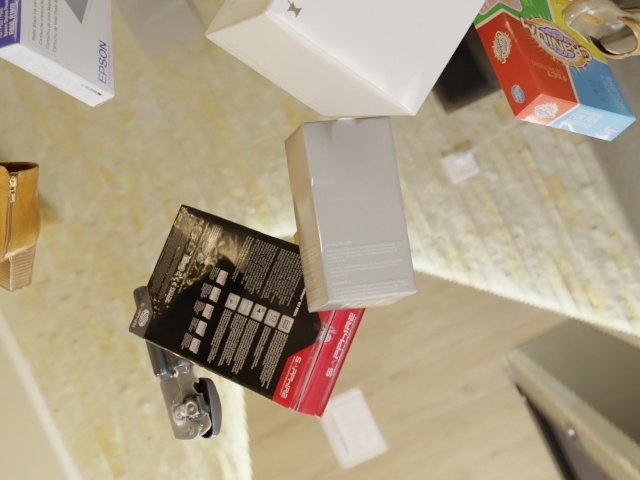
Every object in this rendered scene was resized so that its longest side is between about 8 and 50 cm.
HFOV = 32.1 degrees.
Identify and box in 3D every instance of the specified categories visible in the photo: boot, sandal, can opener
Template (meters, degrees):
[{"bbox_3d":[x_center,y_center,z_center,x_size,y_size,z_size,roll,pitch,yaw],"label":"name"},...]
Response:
[{"bbox_3d":[-0.527,-0.008,1.599,0.295,0.104,0.211,-22,-58,-51],"label":"boot"},{"bbox_3d":[0.353,-0.245,1.317,0.180,0.072,0.049,8,-126,-43],"label":"sandal"},{"bbox_3d":[-0.240,0.205,1.900,0.095,0.076,0.283,16,-128,-62],"label":"can opener"}]

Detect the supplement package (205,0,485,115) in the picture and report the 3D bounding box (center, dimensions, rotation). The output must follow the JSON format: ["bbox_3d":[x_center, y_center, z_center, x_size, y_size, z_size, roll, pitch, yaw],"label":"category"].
[{"bbox_3d":[0.023,-0.243,1.137,0.175,0.177,0.293,33,177,-17],"label":"supplement package"}]

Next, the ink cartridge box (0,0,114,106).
[{"bbox_3d":[-0.357,-0.310,1.419,0.224,0.045,0.223,26,-131,-49],"label":"ink cartridge box"}]

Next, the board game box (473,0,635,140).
[{"bbox_3d":[0.376,-0.327,1.880,0.242,0.064,0.316,6,-127,-38],"label":"board game box"}]

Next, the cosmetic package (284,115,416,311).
[{"bbox_3d":[0.036,-0.035,1.439,0.107,0.127,0.237,142,122,-70],"label":"cosmetic package"}]

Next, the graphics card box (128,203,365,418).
[{"bbox_3d":[-0.111,0.102,1.720,0.371,0.232,0.094,18,175,37],"label":"graphics card box"}]

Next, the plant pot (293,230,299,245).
[{"bbox_3d":[0.000,0.000,2.020,0.083,0.081,0.081,50,138,5],"label":"plant pot"}]
